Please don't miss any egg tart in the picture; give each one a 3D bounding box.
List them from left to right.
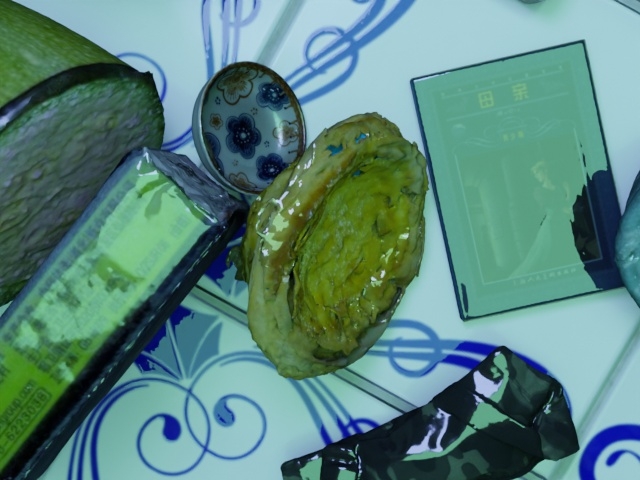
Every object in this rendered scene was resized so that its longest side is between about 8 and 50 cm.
[{"bbox_3d":[0.000,0.000,1.038,0.107,0.291,0.290,23,94,34],"label":"egg tart"}]

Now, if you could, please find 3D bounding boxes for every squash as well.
[{"bbox_3d":[-0.364,-0.135,1.036,0.309,0.310,0.310,42,94,17],"label":"squash"}]

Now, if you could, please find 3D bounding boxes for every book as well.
[{"bbox_3d":[0.215,-0.062,1.119,0.191,0.025,0.269,-12,93,3],"label":"book"}]

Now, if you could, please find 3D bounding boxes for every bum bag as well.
[{"bbox_3d":[0.104,0.233,1.107,0.340,0.095,0.144,-30,99,9],"label":"bum bag"}]

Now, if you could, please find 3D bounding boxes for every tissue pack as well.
[{"bbox_3d":[-0.238,0.091,1.012,0.124,0.288,0.394,39,93,-4],"label":"tissue pack"}]

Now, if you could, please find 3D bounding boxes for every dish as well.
[{"bbox_3d":[-0.092,-0.112,1.103,0.141,0.078,0.141,6,80,-41],"label":"dish"}]

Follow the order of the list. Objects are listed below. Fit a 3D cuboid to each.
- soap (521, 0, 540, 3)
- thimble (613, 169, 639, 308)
[{"bbox_3d":[0.182,-0.336,1.086,0.183,0.064,0.121,29,93,0],"label":"soap"},{"bbox_3d":[0.400,0.004,1.034,0.198,0.143,0.235,-9,109,24],"label":"thimble"}]
